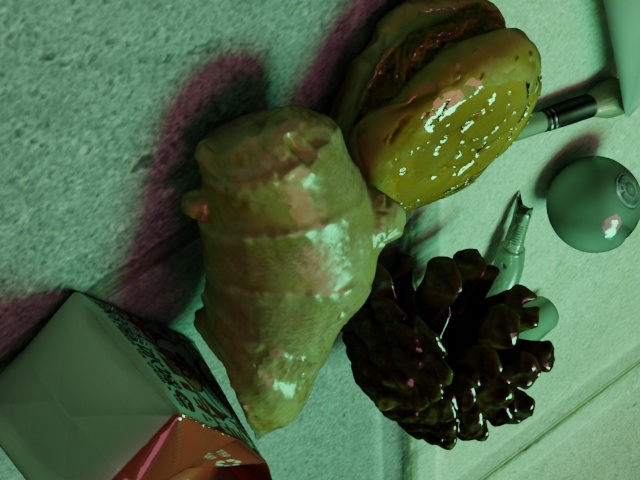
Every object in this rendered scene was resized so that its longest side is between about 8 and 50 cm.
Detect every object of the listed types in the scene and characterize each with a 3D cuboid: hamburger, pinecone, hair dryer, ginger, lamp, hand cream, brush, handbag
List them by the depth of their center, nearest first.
[{"bbox_3d":[-0.036,0.031,1.604,0.189,0.126,0.354,-1,132,-18],"label":"ginger"},{"bbox_3d":[0.095,-0.118,1.641,0.213,0.108,0.214,-33,157,-16],"label":"hamburger"},{"bbox_3d":[-0.148,0.175,1.662,0.151,0.171,0.298,-46,152,5],"label":"handbag"},{"bbox_3d":[0.323,-0.245,1.773,0.185,0.118,0.359,-55,161,-6],"label":"hand cream"},{"bbox_3d":[0.207,-0.114,1.877,0.299,0.042,0.039,-19,131,-33],"label":"brush"},{"bbox_3d":[0.123,0.103,1.888,0.201,0.202,0.229,-15,146,-16],"label":"pinecone"},{"bbox_3d":[0.293,-0.039,2.022,0.105,0.105,0.105,-33,152,-20],"label":"lamp"},{"bbox_3d":[0.225,0.062,2.130,0.229,0.092,0.267,-10,129,-59],"label":"hair dryer"}]

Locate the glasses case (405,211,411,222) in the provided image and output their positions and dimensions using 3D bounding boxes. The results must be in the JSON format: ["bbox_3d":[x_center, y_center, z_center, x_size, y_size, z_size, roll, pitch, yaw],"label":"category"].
[{"bbox_3d":[-0.001,0.001,1.752,0.190,0.042,0.072,-23,155,-34],"label":"glasses case"}]
